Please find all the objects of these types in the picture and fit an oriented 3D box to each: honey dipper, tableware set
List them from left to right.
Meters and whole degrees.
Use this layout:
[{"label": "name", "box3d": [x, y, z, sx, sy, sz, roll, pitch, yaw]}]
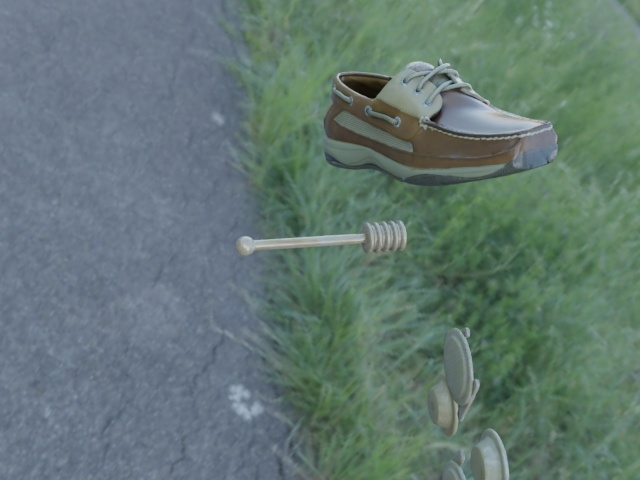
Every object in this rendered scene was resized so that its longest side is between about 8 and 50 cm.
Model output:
[{"label": "honey dipper", "box3d": [0.000, 0.000, 0.874, 0.160, 0.030, 0.030, -3, 48, -15]}, {"label": "tableware set", "box3d": [0.118, 0.160, 0.782, 0.020, 0.141, 0.169, -3, 62, -11]}]

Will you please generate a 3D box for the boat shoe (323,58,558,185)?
[{"label": "boat shoe", "box3d": [0.108, -0.134, 1.030, 0.122, 0.120, 0.324, -18, 20, -36]}]
